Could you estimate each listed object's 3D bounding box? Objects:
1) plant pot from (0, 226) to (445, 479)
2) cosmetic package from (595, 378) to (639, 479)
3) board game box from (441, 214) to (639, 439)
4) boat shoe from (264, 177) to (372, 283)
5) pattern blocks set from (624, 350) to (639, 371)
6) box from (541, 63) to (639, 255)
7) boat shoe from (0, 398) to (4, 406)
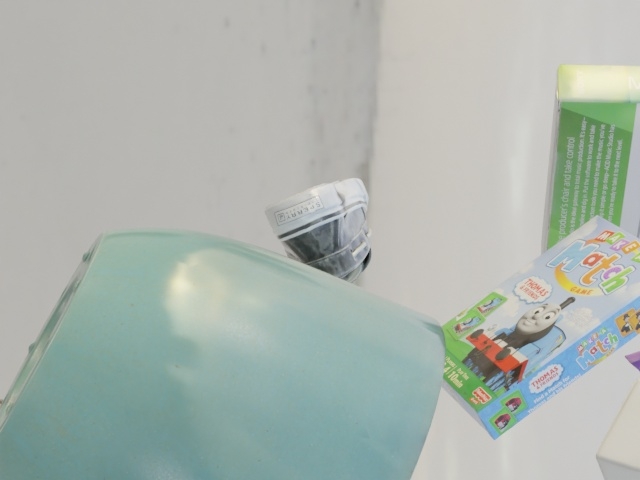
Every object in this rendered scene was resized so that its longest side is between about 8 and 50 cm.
[{"bbox_3d":[-0.091,0.126,1.108,0.293,0.235,0.293,-58,-171,15],"label":"plant pot"},{"bbox_3d":[0.657,0.376,2.378,0.161,0.453,0.230,-56,140,-28],"label":"cosmetic package"},{"bbox_3d":[0.198,0.070,1.405,0.039,0.211,0.160,58,-6,-22],"label":"board game box"},{"bbox_3d":[0.000,0.000,1.878,0.335,0.121,0.119,-25,96,-81],"label":"boat shoe"},{"bbox_3d":[0.478,0.035,1.906,0.324,0.285,0.026,-59,-152,22],"label":"pattern blocks set"},{"bbox_3d":[0.378,-0.064,1.553,0.232,0.322,0.058,88,4,-47],"label":"box"},{"bbox_3d":[-0.196,0.176,1.591,0.123,0.324,0.116,19,77,-53],"label":"boat shoe"}]
